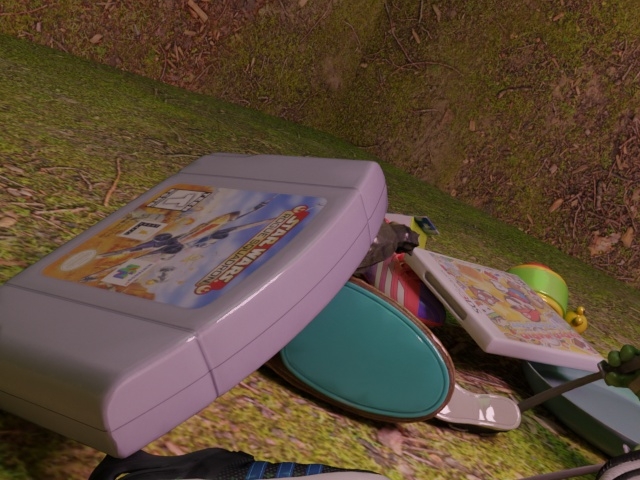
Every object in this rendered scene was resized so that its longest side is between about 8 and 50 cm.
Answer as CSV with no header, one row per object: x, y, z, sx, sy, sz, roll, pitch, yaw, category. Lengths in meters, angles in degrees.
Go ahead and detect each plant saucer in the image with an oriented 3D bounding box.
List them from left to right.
0.392,0.224,0.955,0.317,0.044,0.317,23,13,-5,plant saucer

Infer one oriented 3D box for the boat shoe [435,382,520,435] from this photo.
0.135,0.165,0.752,0.125,0.038,0.046,14,56,-14,boat shoe

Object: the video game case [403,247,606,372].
0.246,0.091,1.017,0.226,0.026,0.206,15,24,-34,video game case

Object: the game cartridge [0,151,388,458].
-0.086,0.017,0.527,0.198,0.062,0.297,3,32,36,game cartridge

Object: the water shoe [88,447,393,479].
-0.032,0.149,0.443,0.203,0.073,0.080,16,12,-32,water shoe

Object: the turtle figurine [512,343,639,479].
0.301,0.131,0.676,0.274,0.266,0.197,28,15,35,turtle figurine

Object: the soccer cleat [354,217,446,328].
0.111,0.042,1.086,0.083,0.095,0.248,17,14,-26,soccer cleat

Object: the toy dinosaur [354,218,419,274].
0.000,0.000,0.666,0.118,0.064,0.268,34,30,18,toy dinosaur

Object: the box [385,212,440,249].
0.097,-0.017,1.251,0.178,0.043,0.109,8,-12,22,box

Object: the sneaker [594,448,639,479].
0.331,0.220,0.546,0.281,0.163,0.106,-8,9,-8,sneaker

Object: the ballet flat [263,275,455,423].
-0.041,0.073,0.718,0.342,0.116,0.124,19,-7,0,ballet flat

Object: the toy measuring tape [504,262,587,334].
0.277,0.069,1.205,0.330,0.121,0.121,23,12,0,toy measuring tape
